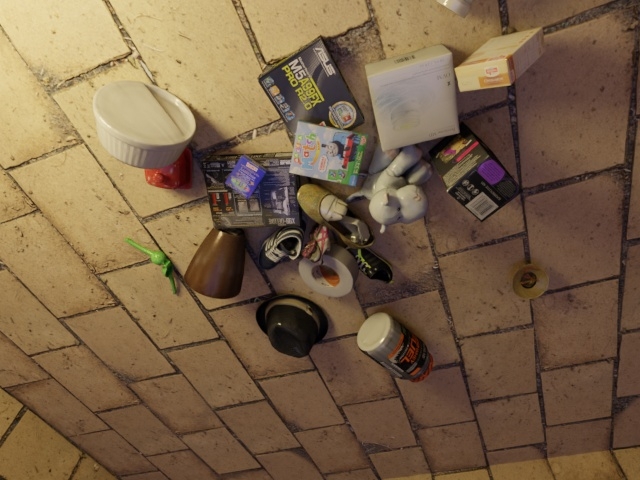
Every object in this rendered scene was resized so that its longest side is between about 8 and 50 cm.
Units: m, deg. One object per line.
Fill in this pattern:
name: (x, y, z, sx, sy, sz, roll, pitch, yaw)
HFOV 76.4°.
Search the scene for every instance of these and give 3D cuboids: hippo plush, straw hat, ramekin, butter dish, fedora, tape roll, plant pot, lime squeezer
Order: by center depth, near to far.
ramekin: (-0.513, -0.327, 1.185, 0.273, 0.273, 0.127, 25, 134, -14)
hippo plush: (0.220, -0.169, 1.266, 0.294, 0.236, 0.234, -2, 125, 4)
butter dish: (-0.514, -0.227, 1.333, 0.160, 0.118, 0.160, 11, 125, -4)
plant pot: (-0.363, 0.059, 1.494, 0.215, 0.215, 0.230, 19, 109, -11)
tape roll: (0.031, 0.112, 1.532, 0.219, 0.072, 0.219, 15, 133, 17)
straw hat: (0.798, 0.148, 1.568, 0.144, 0.061, 0.144, 1, 108, 4)
lime squeezer: (-0.638, 0.105, 1.611, 0.110, 0.059, 0.310, -21, 122, 16)
fedora: (-0.126, 0.387, 1.725, 0.334, 0.152, 0.334, 2, 125, 2)

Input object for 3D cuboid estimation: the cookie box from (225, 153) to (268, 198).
cookie box: (-0.233, -0.201, 1.283, 0.092, 0.040, 0.107, 34, 112, -11)

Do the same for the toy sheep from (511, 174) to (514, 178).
toy sheep: (0.564, -0.189, 1.331, 0.132, 0.091, 0.091, -20, 122, 22)

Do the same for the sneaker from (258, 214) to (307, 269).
sneaker: (-0.150, 0.039, 1.480, 0.099, 0.153, 0.282, 31, 120, -18)

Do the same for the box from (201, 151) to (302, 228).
box: (-0.222, -0.166, 1.366, 0.307, 0.076, 0.242, -2, 116, 4)

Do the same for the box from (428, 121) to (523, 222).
box: (0.448, -0.209, 1.206, 0.165, 0.270, 0.143, 36, 119, -20)

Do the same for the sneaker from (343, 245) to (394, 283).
sneaker: (0.185, 0.092, 1.536, 0.235, 0.097, 0.084, 24, 122, -14)

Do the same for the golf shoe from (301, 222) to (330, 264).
golf shoe: (0.000, 0.000, 1.440, 0.086, 0.186, 0.067, 36, 148, -23)

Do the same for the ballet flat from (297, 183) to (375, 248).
ballet flat: (0.070, -0.078, 1.380, 0.123, 0.123, 0.348, -33, 129, 23)

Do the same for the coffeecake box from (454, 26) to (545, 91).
coffeecake box: (0.464, -0.466, 1.051, 0.185, 0.142, 0.068, -42, 123, -23)

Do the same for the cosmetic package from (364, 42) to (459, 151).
cosmetic package: (0.261, -0.403, 1.163, 0.224, 0.138, 0.224, -12, 125, 11)

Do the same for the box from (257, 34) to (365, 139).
box: (-0.024, -0.422, 1.209, 0.216, 0.060, 0.270, -24, 121, 19)

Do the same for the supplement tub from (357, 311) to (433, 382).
supplement tub: (0.324, 0.462, 1.731, 0.316, 0.193, 0.193, 39, 118, -23)

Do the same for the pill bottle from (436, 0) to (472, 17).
pill bottle: (0.378, -0.664, 0.984, 0.117, 0.117, 0.208, 24, 123, -13)

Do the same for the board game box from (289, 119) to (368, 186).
board game box: (0.022, -0.264, 1.240, 0.211, 0.039, 0.160, 11, 115, -2)
